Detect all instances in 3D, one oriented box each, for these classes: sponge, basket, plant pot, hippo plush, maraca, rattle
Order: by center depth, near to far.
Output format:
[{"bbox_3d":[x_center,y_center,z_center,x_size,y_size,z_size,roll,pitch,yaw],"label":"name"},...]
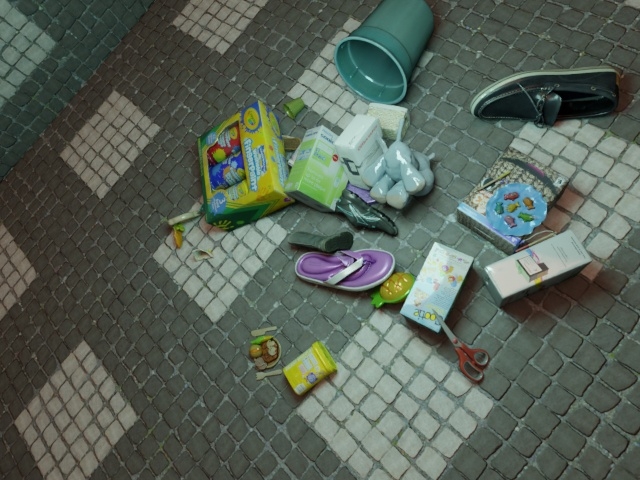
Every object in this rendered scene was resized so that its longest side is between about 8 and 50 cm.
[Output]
[{"bbox_3d":[0.261,0.181,1.518,0.185,0.099,0.127,-30,26,23],"label":"maraca"},{"bbox_3d":[0.306,-0.262,1.582,0.234,0.236,0.294,-21,81,36],"label":"hippo plush"},{"bbox_3d":[0.191,-0.201,1.702,0.210,0.031,0.117,-14,68,15],"label":"sponge"},{"bbox_3d":[0.283,-0.810,1.720,0.341,0.341,0.334,27,76,24],"label":"plant pot"},{"bbox_3d":[0.274,-0.489,1.723,0.167,0.113,0.103,18,84,23],"label":"basket"},{"bbox_3d":[-0.586,-0.075,1.911,0.199,0.130,0.143,-21,77,-17],"label":"rattle"},{"bbox_3d":[-0.117,-0.619,1.923,0.079,0.083,0.083,-39,64,-9],"label":"plant pot"}]

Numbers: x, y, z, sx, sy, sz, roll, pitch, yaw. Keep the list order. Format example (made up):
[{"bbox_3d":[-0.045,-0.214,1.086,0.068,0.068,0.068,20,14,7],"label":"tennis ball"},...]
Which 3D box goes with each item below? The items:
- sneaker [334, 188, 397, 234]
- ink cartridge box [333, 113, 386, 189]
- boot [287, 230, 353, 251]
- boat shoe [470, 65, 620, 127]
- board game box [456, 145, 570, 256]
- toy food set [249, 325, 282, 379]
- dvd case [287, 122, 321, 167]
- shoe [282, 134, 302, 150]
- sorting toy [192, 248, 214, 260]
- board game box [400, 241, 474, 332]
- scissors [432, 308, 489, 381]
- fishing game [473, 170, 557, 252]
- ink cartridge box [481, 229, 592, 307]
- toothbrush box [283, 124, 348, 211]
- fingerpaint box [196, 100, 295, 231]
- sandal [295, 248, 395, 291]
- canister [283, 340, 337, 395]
[{"bbox_3d":[0.178,-0.092,1.629,0.267,0.101,0.106,36,103,9],"label":"sneaker"},{"bbox_3d":[0.167,-0.343,1.618,0.100,0.237,0.172,23,68,34],"label":"ink cartridge box"},{"bbox_3d":[0.001,-0.002,1.672,0.208,0.189,0.076,3,98,47],"label":"boot"},{"bbox_3d":[0.809,-0.505,1.506,0.499,0.187,0.156,-3,66,13],"label":"boat shoe"},{"bbox_3d":[0.664,-0.136,1.457,0.232,0.141,0.291,39,88,25],"label":"board game box"},{"bbox_3d":[-0.218,0.438,1.633,0.132,0.038,0.192,-17,68,13],"label":"toy food set"},{"bbox_3d":[-0.016,-0.379,1.808,0.164,0.018,0.221,34,86,4],"label":"dvd case"},{"bbox_3d":[-0.168,-0.442,1.896,0.219,0.058,0.077,16,99,27],"label":"shoe"},{"bbox_3d":[-0.528,0.055,1.843,0.083,0.075,0.045,-13,70,14],"label":"sorting toy"},{"bbox_3d":[0.407,0.170,1.446,0.144,0.142,0.275,26,82,23],"label":"board game box"},{"bbox_3d":[0.440,0.346,1.349,0.297,0.021,0.109,39,79,-16],"label":"scissors"},{"bbox_3d":[0.639,-0.104,1.355,0.189,0.041,0.264,-27,67,12],"label":"fishing game"},{"bbox_3d":[0.682,0.100,1.341,0.278,0.201,0.117,-26,66,10],"label":"ink cartridge box"},{"bbox_3d":[0.005,-0.282,1.682,0.122,0.206,0.283,2,69,56],"label":"toothbrush box"},{"bbox_3d":[-0.338,-0.318,1.814,0.371,0.163,0.445,-21,67,24],"label":"fingerpaint box"},{"bbox_3d":[0.073,0.100,1.568,0.416,0.102,0.169,-5,61,28],"label":"sandal"},{"bbox_3d":[-0.040,0.474,1.542,0.170,0.073,0.126,-38,65,6],"label":"canister"}]
